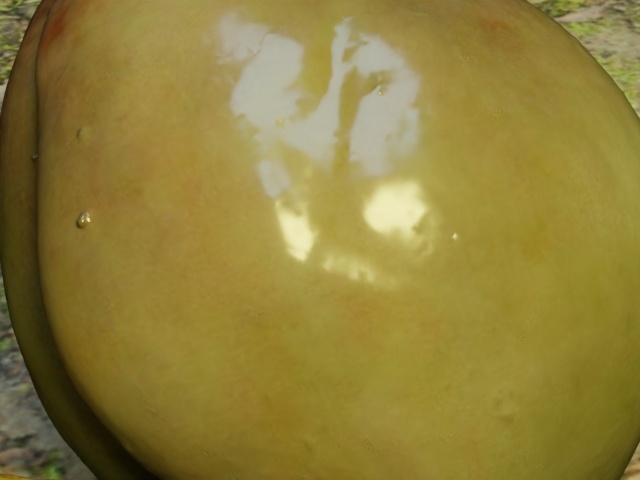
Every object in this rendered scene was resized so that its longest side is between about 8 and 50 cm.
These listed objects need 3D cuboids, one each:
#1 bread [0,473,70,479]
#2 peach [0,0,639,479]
[{"bbox_3d":[0.018,0.200,0.625,0.375,0.165,0.236,2,38,6],"label":"bread"},{"bbox_3d":[-0.001,0.000,0.793,0.247,0.292,0.292,-34,44,-19],"label":"peach"}]
